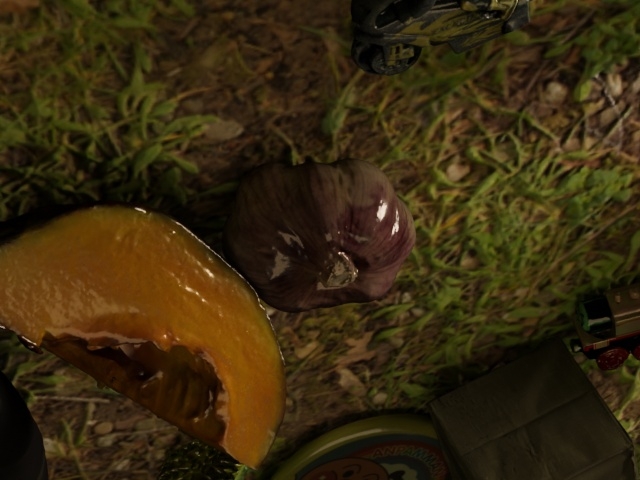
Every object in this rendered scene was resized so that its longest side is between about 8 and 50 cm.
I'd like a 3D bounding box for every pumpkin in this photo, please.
[{"bbox_3d":[-0.165,0.045,1.191,0.312,0.169,0.148,37,82,-26],"label":"pumpkin"}]

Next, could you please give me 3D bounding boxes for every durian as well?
[{"bbox_3d":[-0.102,0.253,1.462,0.100,0.086,0.215,-15,147,-24],"label":"durian"}]

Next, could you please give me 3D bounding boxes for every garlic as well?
[{"bbox_3d":[0.000,0.000,1.191,0.159,0.102,0.147,21,129,-33],"label":"garlic"}]

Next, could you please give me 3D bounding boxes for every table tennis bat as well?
[{"bbox_3d":[0.007,0.303,1.565,0.224,0.054,0.368,21,124,-35],"label":"table tennis bat"}]

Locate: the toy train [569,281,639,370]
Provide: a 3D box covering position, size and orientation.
[{"bbox_3d":[0.301,0.071,1.402,0.138,0.050,0.087,-15,134,1],"label":"toy train"}]

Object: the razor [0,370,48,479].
[{"bbox_3d":[-0.338,0.168,1.224,0.204,0.113,0.349,-12,154,-8],"label":"razor"}]

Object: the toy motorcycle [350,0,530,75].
[{"bbox_3d":[0.091,-0.182,1.050,0.193,0.061,0.124,-24,145,22],"label":"toy motorcycle"}]

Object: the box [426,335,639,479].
[{"bbox_3d":[0.216,0.235,1.464,0.149,0.155,0.231,-26,140,-6],"label":"box"}]
